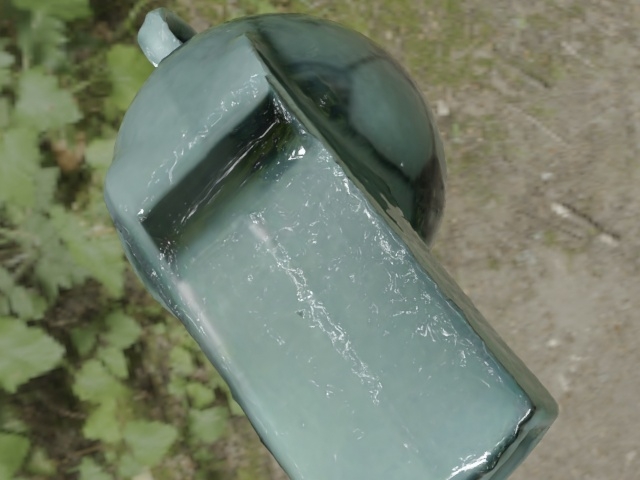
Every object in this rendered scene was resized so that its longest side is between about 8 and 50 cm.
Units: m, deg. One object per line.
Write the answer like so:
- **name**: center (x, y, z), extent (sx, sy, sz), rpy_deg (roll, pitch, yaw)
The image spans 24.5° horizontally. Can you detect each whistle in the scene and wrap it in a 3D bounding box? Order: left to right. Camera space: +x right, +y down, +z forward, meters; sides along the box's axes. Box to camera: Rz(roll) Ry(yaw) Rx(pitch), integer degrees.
- **whistle**: center (0.000, 0.000, 0.639), extent (0.289, 0.163, 0.163), rpy_deg (53, 123, 24)
